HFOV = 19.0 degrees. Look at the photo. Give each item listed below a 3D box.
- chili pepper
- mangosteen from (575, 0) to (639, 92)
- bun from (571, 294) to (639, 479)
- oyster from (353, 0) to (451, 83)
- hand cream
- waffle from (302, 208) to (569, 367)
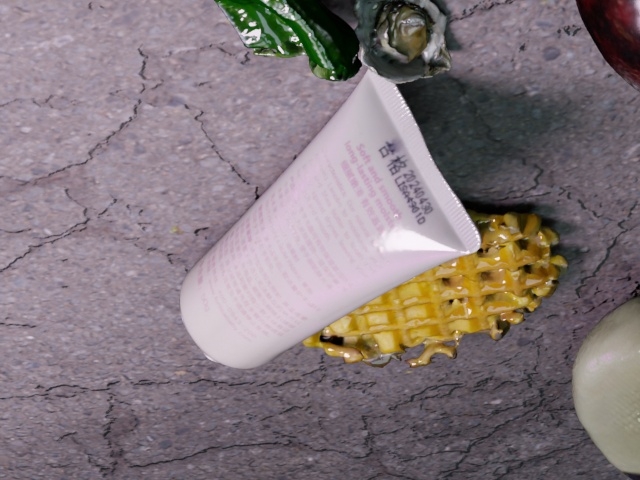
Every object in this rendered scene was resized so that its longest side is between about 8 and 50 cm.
[{"bbox_3d":[-0.037,-0.196,1.501,0.108,0.062,0.216,22,164,41],"label":"chili pepper"},{"bbox_3d":[0.291,-0.222,1.357,0.288,0.288,0.288,-4,148,-3],"label":"mangosteen"},{"bbox_3d":[0.412,0.146,2.025,0.283,0.179,0.283,15,135,16],"label":"bun"},{"bbox_3d":[0.068,-0.179,1.594,0.098,0.037,0.100,-15,130,-20],"label":"oyster"},{"bbox_3d":[0.000,0.000,1.756,0.118,0.186,0.358,-16,165,-43],"label":"hand cream"},{"bbox_3d":[0.105,0.049,1.918,0.262,0.060,0.280,16,138,-27],"label":"waffle"}]
